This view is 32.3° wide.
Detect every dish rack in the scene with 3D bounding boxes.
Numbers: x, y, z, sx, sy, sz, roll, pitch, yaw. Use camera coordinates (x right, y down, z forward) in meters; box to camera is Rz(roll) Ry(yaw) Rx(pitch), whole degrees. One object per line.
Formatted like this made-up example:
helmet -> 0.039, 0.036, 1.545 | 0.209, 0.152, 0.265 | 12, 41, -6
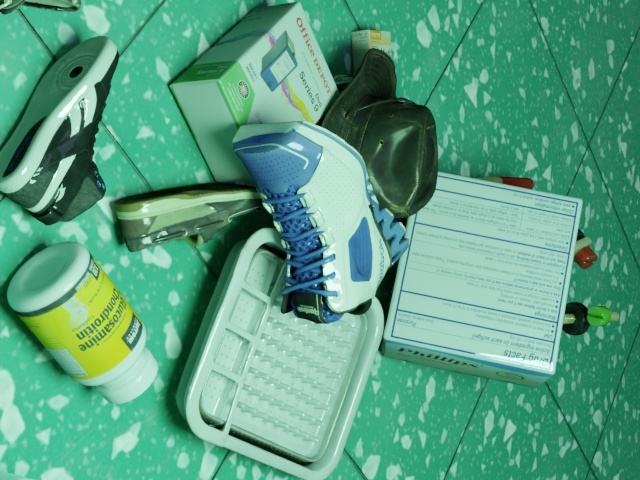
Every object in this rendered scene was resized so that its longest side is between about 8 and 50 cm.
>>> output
dish rack -> -0.057, 0.160, 1.514 | 0.333, 0.072, 0.285 | 34, 69, -45

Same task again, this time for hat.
hat -> 0.103, -0.109, 1.629 | 0.331, 0.134, 0.331 | 15, 90, -71

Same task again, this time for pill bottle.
pill bottle -> -0.260, 0.097, 1.245 | 0.103, 0.103, 0.184 | -58, 132, -34

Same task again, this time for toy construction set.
toy construction set -> 0.315, 0.036, 1.924 | 0.237, 0.257, 0.309 | 1, 69, -40

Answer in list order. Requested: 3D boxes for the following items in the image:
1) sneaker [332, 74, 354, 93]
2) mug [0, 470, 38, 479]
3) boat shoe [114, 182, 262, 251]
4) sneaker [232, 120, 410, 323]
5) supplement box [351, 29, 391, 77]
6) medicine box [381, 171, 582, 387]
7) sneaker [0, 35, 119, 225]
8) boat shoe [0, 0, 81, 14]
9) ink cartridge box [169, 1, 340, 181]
sneaker -> 0.028, -0.216, 1.651 | 0.135, 0.058, 0.052 | -30, 113, -49
mug -> -0.325, 0.293, 1.141 | 0.158, 0.129, 0.097 | 32, 65, -44
boat shoe -> -0.162, -0.029, 1.397 | 0.223, 0.080, 0.073 | -11, 104, -46
sneaker -> 0.001, 0.001, 1.406 | 0.315, 0.127, 0.182 | 48, 52, -42
supplement box -> 0.082, -0.279, 1.736 | 0.062, 0.036, 0.098 | -11, 98, -52
medicine box -> 0.251, 0.060, 1.752 | 0.149, 0.263, 0.289 | 85, 17, -76
sneaker -> -0.275, -0.116, 1.254 | 0.121, 0.079, 0.217 | 50, 61, -44
boat shoe -> -0.335, -0.275, 1.165 | 0.219, 0.078, 0.070 | -11, 98, -53
ink cartridge box -> -0.082, -0.200, 1.481 | 0.212, 0.093, 0.154 | -53, 129, -41
